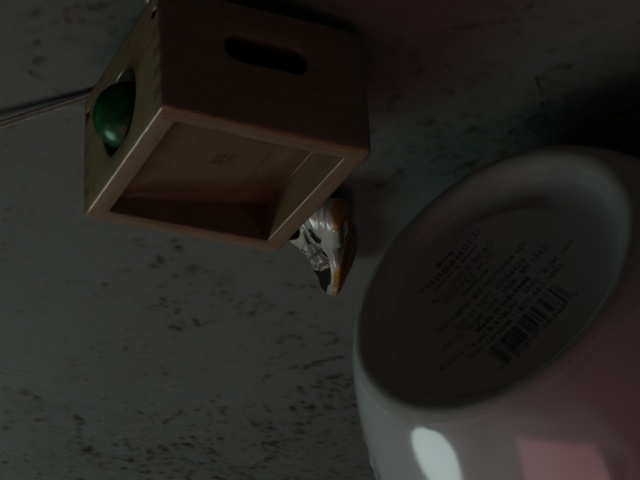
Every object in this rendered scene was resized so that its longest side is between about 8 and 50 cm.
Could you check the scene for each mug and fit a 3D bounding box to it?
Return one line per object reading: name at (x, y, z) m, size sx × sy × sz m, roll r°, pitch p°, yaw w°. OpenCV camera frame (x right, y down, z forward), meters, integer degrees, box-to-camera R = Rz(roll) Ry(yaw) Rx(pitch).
mug at (0.214, 0.084, 0.858) m, size 0.374 × 0.276 × 0.328 m, roll -39°, pitch 124°, yaw 9°

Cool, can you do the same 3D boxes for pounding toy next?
pounding toy at (-0.060, -0.077, 0.802) m, size 0.141 × 0.100 × 0.130 m, roll 11°, pitch 148°, yaw -25°

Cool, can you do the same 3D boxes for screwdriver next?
screwdriver at (-0.191, -0.065, 0.898) m, size 0.170 × 0.024 × 0.025 m, roll -20°, pitch 109°, yaw 24°

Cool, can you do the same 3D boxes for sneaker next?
sneaker at (0.000, 0.000, 0.950) m, size 0.037 × 0.032 × 0.083 m, roll 14°, pitch 143°, yaw 14°
